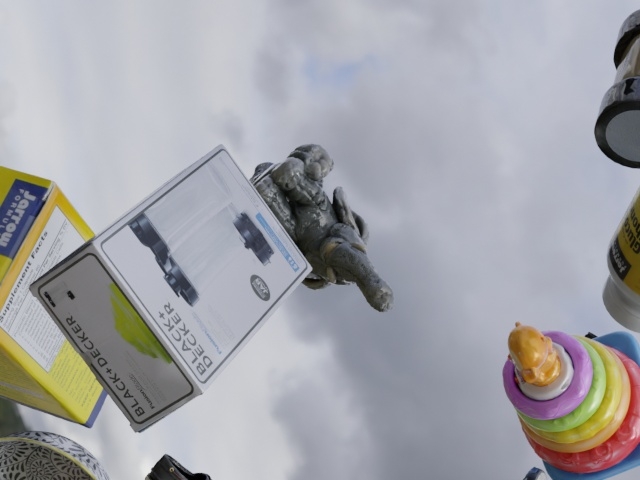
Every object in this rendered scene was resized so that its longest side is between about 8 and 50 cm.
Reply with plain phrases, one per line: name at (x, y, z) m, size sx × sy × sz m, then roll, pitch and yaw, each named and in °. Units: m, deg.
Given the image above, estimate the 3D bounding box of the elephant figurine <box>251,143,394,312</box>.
elephant figurine at (0.000, 0.000, 1.997) m, size 0.239 × 0.186 × 0.169 m, roll 48°, pitch -53°, yaw -7°

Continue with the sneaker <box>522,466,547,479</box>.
sneaker at (0.257, 0.307, 1.575) m, size 0.058 × 0.052 × 0.135 m, roll 2°, pitch -61°, yaw 40°

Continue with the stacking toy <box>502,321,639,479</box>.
stacking toy at (0.276, 0.165, 1.664) m, size 0.302 × 0.165 × 0.175 m, roll 38°, pitch 33°, yaw -56°

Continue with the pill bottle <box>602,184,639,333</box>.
pill bottle at (0.315, 0.000, 1.272) m, size 0.103 × 0.103 × 0.184 m, roll 59°, pitch -30°, yaw 32°

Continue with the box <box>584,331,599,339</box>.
box at (0.409, 0.245, 2.200) m, size 0.077 × 0.180 × 0.147 m, roll 36°, pitch 4°, yaw 32°

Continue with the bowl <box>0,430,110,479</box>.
bowl at (-0.251, 0.235, 1.319) m, size 0.080 × 0.170 × 0.170 m, roll -60°, pitch 139°, yaw -62°

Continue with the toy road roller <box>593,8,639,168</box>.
toy road roller at (0.462, -0.200, 1.537) m, size 0.329 × 0.240 × 0.202 m, roll 118°, pitch -3°, yaw -45°

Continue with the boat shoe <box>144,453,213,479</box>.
boat shoe at (-0.141, 0.294, 1.672) m, size 0.133 × 0.042 × 0.049 m, roll 36°, pitch 4°, yaw -24°

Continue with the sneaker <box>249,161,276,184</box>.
sneaker at (-0.129, -0.054, 2.159) m, size 0.163 × 0.226 × 0.086 m, roll -98°, pitch -170°, yaw -63°

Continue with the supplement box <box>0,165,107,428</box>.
supplement box at (-0.388, 0.066, 1.804) m, size 0.195 × 0.194 × 0.356 m, roll 16°, pitch -22°, yaw 20°

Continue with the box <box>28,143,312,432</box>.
box at (-0.131, 0.037, 1.366) m, size 0.169 × 0.087 × 0.290 m, roll 55°, pitch 29°, yaw -6°
